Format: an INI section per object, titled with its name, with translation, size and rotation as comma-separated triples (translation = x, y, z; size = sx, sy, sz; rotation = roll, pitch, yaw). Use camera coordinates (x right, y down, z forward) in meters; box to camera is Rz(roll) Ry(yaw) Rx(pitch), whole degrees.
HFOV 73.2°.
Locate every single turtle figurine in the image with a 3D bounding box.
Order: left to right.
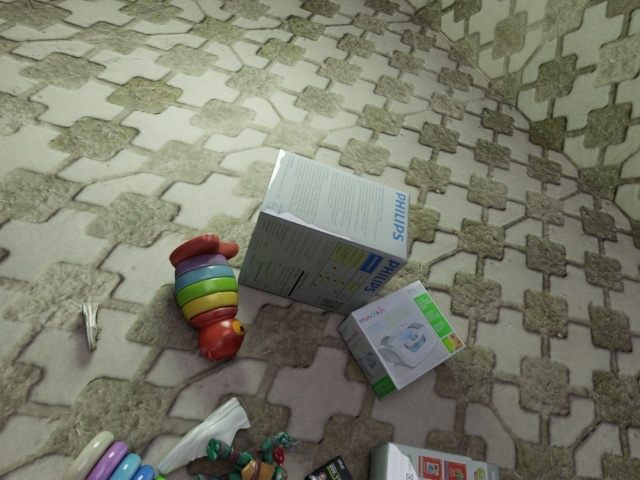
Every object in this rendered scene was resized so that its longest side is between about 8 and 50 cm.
[turtle figurine]
translation = -0.137, 0.495, 0.913
size = 0.234, 0.118, 0.175
rotation = 23, 59, -27

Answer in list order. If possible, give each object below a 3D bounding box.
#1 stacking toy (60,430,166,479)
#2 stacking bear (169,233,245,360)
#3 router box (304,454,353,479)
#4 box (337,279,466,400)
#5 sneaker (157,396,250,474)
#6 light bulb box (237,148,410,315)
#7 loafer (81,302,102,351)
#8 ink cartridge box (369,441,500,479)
[stacking toy]
translation = -0.324, 0.511, 0.830
size = 0.331, 0.141, 0.141
rotation = 32, 51, -3
[stacking bear]
translation = -0.271, 0.155, 1.083
size = 0.164, 0.175, 0.288
rotation = -23, 72, 12
[router box]
translation = 0.034, 0.569, 0.975
size = 0.092, 0.038, 0.122
rotation = -19, 65, -31
[box]
translation = 0.222, 0.272, 1.206
size = 0.262, 0.126, 0.231
rotation = -19, 67, -30
[sneaker]
translation = -0.244, 0.445, 0.940
size = 0.212, 0.080, 0.094
rotation = -32, 84, -36
[light bulb box]
translation = 0.000, 0.000, 1.164
size = 0.362, 0.357, 0.225
rotation = 18, 54, -9
[loafer]
translation = -0.536, 0.200, 1.019
size = 0.039, 0.045, 0.125
rotation = -6, 56, -33
[ink cartridge box]
translation = 0.244, 0.631, 0.930
size = 0.272, 0.130, 0.309
rotation = 14, 57, -6
